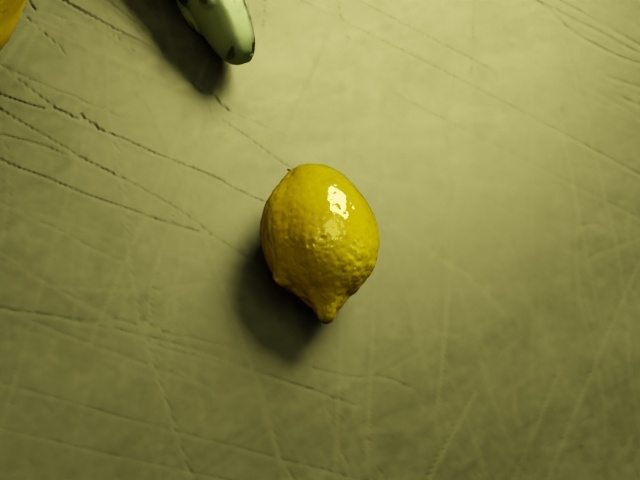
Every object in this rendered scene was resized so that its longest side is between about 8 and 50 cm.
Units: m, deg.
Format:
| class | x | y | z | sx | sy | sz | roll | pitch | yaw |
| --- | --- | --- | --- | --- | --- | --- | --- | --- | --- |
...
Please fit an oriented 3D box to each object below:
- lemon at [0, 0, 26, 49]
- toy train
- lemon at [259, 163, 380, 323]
| class | x | y | z | sx | sy | sz | roll | pitch | yaw |
| --- | --- | --- | --- | --- | --- | --- | --- | --- | --- |
| lemon | -0.265 | -0.184 | 0.712 | 0.297 | 0.297 | 0.297 | 7 | 67 | -16 |
| toy train | -0.101 | -0.202 | 0.902 | 0.051 | 0.052 | 0.233 | -17 | 76 | -21 |
| lemon | 0.000 | 0.000 | 0.846 | 0.065 | 0.065 | 0.092 | -1 | 69 | -19 |
